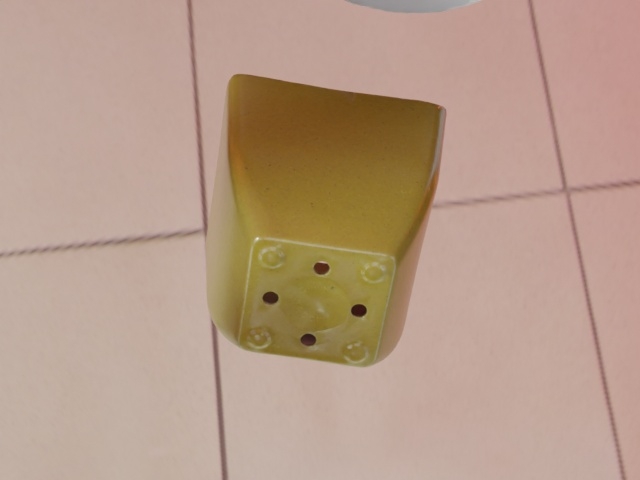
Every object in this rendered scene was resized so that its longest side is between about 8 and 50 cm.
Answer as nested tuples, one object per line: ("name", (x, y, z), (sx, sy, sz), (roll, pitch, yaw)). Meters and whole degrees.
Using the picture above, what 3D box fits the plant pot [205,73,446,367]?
("plant pot", (0.000, 0.000, 0.492), (0.081, 0.081, 0.083), (8, 33, -4))

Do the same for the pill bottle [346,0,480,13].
("pill bottle", (0.071, -0.209, 0.517), (0.161, 0.161, 0.283), (22, 44, 13))
